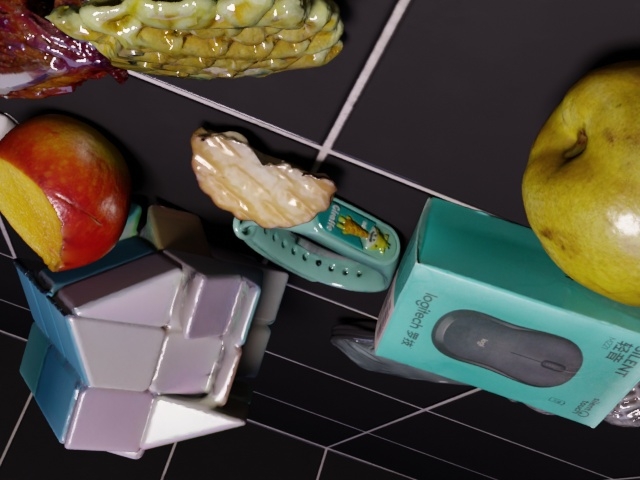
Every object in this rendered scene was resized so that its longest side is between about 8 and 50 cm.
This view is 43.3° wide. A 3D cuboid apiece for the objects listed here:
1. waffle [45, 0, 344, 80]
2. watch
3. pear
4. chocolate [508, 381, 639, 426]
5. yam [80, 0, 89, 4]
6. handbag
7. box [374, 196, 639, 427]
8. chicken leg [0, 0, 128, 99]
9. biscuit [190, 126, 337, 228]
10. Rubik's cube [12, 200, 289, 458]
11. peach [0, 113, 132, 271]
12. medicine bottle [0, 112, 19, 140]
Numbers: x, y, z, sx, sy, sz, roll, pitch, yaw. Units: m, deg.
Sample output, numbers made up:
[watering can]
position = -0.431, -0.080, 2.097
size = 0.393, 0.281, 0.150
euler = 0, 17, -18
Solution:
[waffle]
position = -0.083, -0.167, 0.664
size = 0.204, 0.054, 0.223
euler = -6, -179, 15
[watch]
position = 0.000, 0.000, 1.099
size = 0.237, 0.068, 0.195
euler = 25, 159, -24
[pear]
position = 0.262, -0.043, 0.643
size = 0.200, 0.200, 0.200
euler = 16, 157, 7
[chocolate]
position = 0.402, 0.223, 1.243
size = 0.248, 0.110, 0.110
euler = 4, 154, 25
[yam]
position = -0.140, -0.228, 0.664
size = 0.141, 0.079, 0.079
euler = -3, 149, 36
[handbag]
position = 0.175, 0.201, 1.416
size = 0.332, 0.075, 0.191
euler = -2, 153, 34
[box]
position = 0.240, 0.093, 0.983
size = 0.311, 0.118, 0.205
euler = 18, 140, 1
[chicken leg]
position = -0.376, -0.218, 0.853
size = 0.407, 0.096, 0.158
euler = 16, 153, 14
[biscuit]
position = -0.073, -0.075, 0.971
size = 0.183, 0.061, 0.118
euler = 21, 133, -3
[Rubik's cube]
position = -0.248, 0.136, 1.186
size = 0.368, 0.358, 0.387
euler = 12, -171, -36
[peach]
position = -0.345, -0.062, 1.056
size = 0.190, 0.192, 0.190
euler = 7, 150, 4
[medicine bottle]
position = -0.502, -0.077, 1.105
size = 0.115, 0.219, 0.078
euler = 9, 155, 27
